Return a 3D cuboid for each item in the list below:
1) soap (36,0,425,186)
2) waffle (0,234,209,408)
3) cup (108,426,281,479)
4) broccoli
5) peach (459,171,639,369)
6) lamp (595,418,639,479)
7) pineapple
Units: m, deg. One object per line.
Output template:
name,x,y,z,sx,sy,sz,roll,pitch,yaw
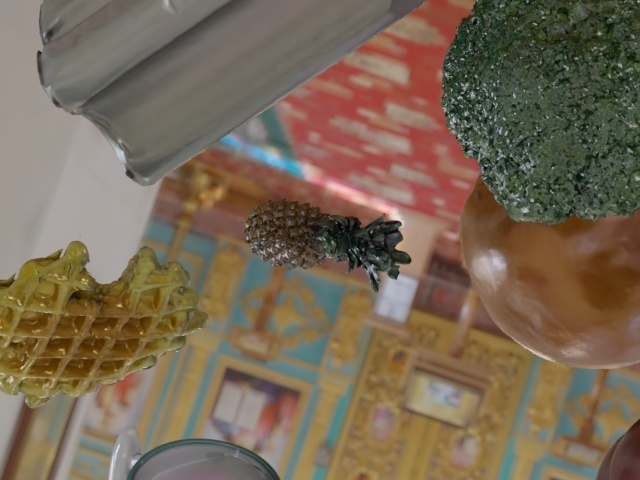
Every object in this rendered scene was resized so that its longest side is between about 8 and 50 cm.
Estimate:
soap,-0.100,-0.314,1.714,0.213,0.435,0.350,46,-164,-38
waffle,-0.253,0.093,1.642,0.250,0.261,0.056,55,-170,-53
cup,-0.132,0.323,1.597,0.167,0.173,0.299,-17,-137,-38
broccoli,0.262,-0.159,1.548,0.275,0.308,0.308,-3,-172,-35
peach,0.349,0.000,1.904,0.301,0.343,0.343,41,167,-18
lamp,0.404,0.242,1.414,0.303,0.257,0.303,-12,150,-7
pineapple,0.000,0.001,1.815,0.221,0.083,0.103,10,147,34
